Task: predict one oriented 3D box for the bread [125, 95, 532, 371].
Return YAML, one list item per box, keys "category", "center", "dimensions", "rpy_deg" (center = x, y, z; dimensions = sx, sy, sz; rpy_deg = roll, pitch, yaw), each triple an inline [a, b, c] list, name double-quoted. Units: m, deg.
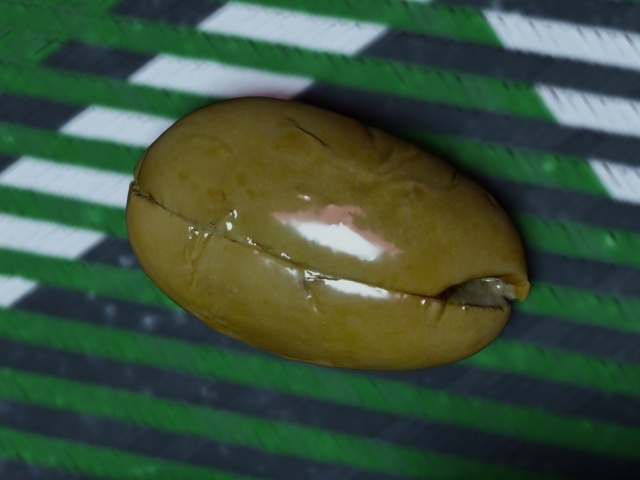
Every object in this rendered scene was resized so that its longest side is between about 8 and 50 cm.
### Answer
- category: "bread"
  center: [0.000, 0.000, 0.883]
  dimensions: [0.189, 0.077, 0.114]
  rpy_deg: [17, 96, 10]
